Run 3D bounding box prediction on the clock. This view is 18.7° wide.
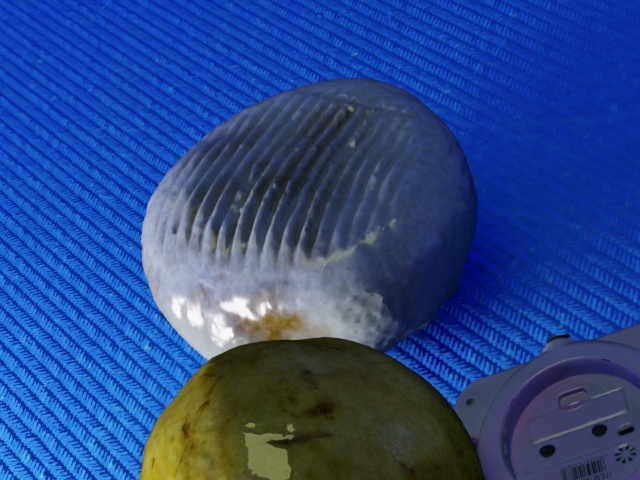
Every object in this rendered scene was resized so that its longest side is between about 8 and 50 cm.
[{"bbox_3d":[0.235,0.194,1.676,0.227,0.090,0.248,-21,40,12],"label":"clock"}]

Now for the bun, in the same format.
[{"bbox_3d":[0.000,0.000,1.949,0.362,0.211,0.362,-19,35,14],"label":"bun"}]

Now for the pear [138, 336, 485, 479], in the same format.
[{"bbox_3d":[0.001,0.235,1.624,0.304,0.304,0.304,-18,39,15],"label":"pear"}]
